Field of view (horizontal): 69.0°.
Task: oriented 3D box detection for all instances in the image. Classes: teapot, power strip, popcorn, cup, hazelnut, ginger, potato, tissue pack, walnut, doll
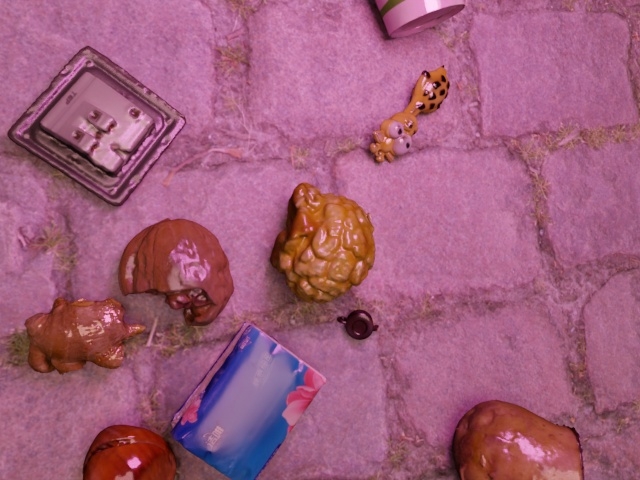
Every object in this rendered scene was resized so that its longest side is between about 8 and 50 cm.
[{"bbox_3d":[0.088,0.195,1.097,0.100,0.045,0.068,14,104,2],"label":"teapot"},{"bbox_3d":[-0.447,-0.240,0.950,0.251,0.092,0.257,33,74,-8],"label":"power strip"},{"bbox_3d":[0.000,0.000,1.010,0.237,0.206,0.251,-38,85,-1],"label":"popcorn"},{"bbox_3d":[0.212,-0.646,1.096,0.253,0.253,0.274,-21,99,-16],"label":"cup"},{"bbox_3d":[-0.367,0.442,0.896,0.182,0.182,0.182,1,86,-16],"label":"hazelnut"},{"bbox_3d":[-0.457,0.184,0.912,0.216,0.102,0.157,-4,94,-16],"label":"ginger"},{"bbox_3d":[0.431,0.533,1.087,0.237,0.301,0.289,8,50,5],"label":"potato"},{"bbox_3d":[-0.150,0.334,0.971,0.209,0.137,0.270,40,78,-8],"label":"tissue pack"},{"bbox_3d":[-0.281,0.054,0.955,0.238,0.141,0.204,28,75,-15],"label":"walnut"},{"bbox_3d":[0.224,-0.313,1.149,0.291,0.086,0.117,-50,129,-12],"label":"doll"}]
